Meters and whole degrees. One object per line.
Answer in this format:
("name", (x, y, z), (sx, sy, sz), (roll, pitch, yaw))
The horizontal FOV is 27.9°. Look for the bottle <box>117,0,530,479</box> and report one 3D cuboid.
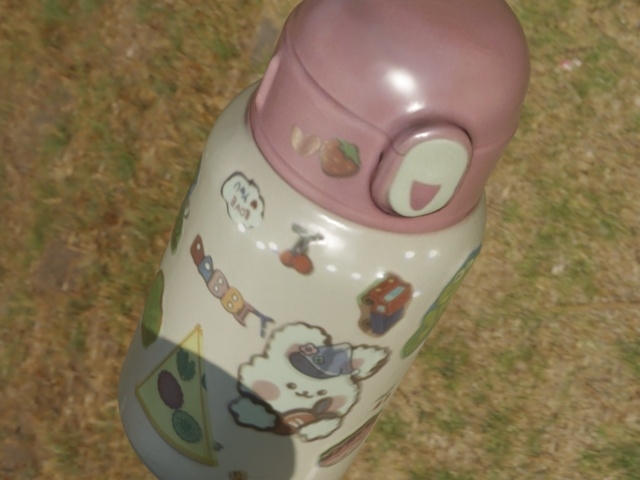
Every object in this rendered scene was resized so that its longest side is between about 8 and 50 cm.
("bottle", (0.000, 0.000, 0.523), (0.120, 0.120, 0.253), (59, 142, 31))
